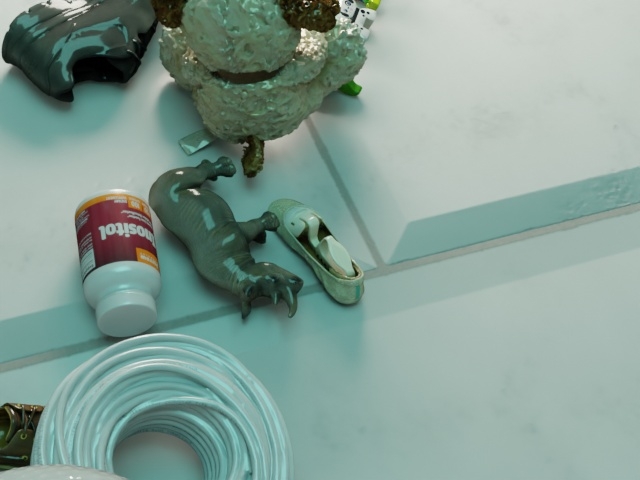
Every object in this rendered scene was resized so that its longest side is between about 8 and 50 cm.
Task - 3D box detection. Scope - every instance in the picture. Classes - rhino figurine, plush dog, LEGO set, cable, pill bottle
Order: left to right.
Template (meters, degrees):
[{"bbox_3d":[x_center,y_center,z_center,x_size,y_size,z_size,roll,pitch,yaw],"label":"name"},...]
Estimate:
[{"bbox_3d":[-0.220,0.025,1.456,0.086,0.086,0.152,-5,55,-14],"label":"pill bottle"},{"bbox_3d":[-0.151,0.221,1.293,0.257,0.089,0.257,37,56,4],"label":"cable"},{"bbox_3d":[-0.104,0.001,1.503,0.106,0.073,0.243,-25,63,-30],"label":"rhino figurine"},{"bbox_3d":[-0.088,-0.219,1.550,0.262,0.225,0.210,2,54,10],"label":"plush dog"},{"bbox_3d":[0.033,-0.337,1.770,0.093,0.087,0.227,26,52,-9],"label":"LEGO set"}]

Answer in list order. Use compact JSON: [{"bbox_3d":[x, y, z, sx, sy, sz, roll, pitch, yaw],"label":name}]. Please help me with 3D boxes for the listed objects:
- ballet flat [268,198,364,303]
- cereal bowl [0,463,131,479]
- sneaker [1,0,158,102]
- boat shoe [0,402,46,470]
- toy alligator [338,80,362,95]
[{"bbox_3d":[0.000,0.000,1.534,0.057,0.052,0.168,-27,62,-26],"label":"ballet flat"},{"bbox_3d":[-0.242,0.349,1.098,0.339,0.141,0.339,-2,72,7],"label":"cereal bowl"},{"bbox_3d":[-0.252,-0.266,1.672,0.286,0.109,0.130,-37,73,-21],"label":"sneaker"},{"bbox_3d":[-0.300,0.195,1.329,0.178,0.060,0.064,-3,54,-12],"label":"boat shoe"},{"bbox_3d":[-0.033,-0.236,1.706,0.190,0.051,0.056,22,52,7],"label":"toy alligator"}]
